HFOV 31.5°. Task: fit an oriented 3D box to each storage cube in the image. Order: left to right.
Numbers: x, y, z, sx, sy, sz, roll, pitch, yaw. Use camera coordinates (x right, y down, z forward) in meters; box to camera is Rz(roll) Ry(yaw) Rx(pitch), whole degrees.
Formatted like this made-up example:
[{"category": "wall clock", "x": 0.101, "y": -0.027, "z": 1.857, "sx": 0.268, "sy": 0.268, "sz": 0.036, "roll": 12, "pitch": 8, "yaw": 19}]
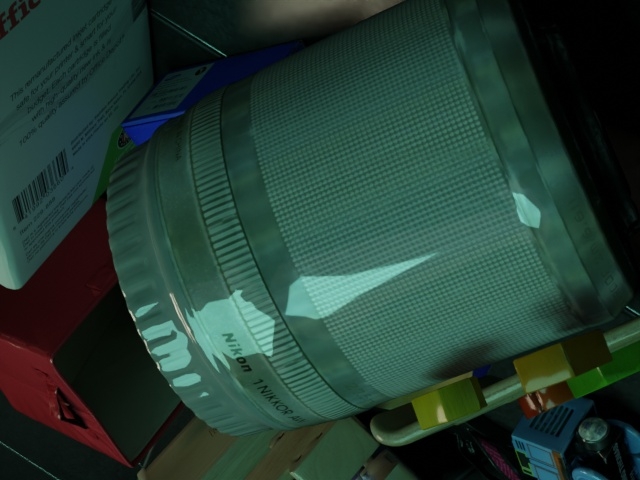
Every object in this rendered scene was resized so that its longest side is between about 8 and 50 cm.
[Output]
[{"category": "storage cube", "x": -0.238, "y": 0.083, "z": 1.165, "sx": 0.193, "sy": 0.215, "sz": 0.183, "roll": 16, "pitch": 145, "yaw": 37}]

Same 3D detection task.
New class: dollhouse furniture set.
[{"category": "dollhouse furniture set", "x": 0.013, "y": 0.289, "z": 1.121, "sx": 0.303, "sy": 0.198, "sz": 0.286, "roll": 44, "pitch": 175, "yaw": -20}]

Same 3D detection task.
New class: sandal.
[{"category": "sandal", "x": 0.165, "y": 0.211, "z": 1.131, "sx": 0.179, "sy": 0.040, "sz": 0.067, "roll": 33, "pitch": 148, "yaw": 1}]

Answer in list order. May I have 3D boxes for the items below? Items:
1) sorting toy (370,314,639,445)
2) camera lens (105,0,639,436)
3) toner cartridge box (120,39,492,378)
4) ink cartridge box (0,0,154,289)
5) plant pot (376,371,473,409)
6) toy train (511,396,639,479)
[{"category": "sorting toy", "x": 0.150, "y": 0.090, "z": 0.721, "sx": 0.229, "sy": 0.307, "sz": 0.041, "roll": -26, "pitch": 79, "yaw": 31}, {"category": "camera lens", "x": 0.039, "y": -0.019, "z": 0.690, "sx": 0.274, "sy": 0.219, "sz": 0.219, "roll": -22, "pitch": 124, "yaw": 16}, {"category": "toner cartridge box", "x": 0.000, "y": 0.000, "z": 0.961, "sx": 0.165, "sy": 0.075, "sz": 0.348, "roll": -2, "pitch": 134, "yaw": 44}, {"category": "ink cartridge box", "x": -0.234, "y": -0.136, "z": 0.862, "sx": 0.121, "sy": 0.211, "sz": 0.289, "roll": 27, "pitch": 147, "yaw": 14}, {"category": "plant pot", "x": 0.018, "y": 0.052, "z": 0.915, "sx": 0.236, "sy": 0.032, "sz": 0.236, "roll": 21, "pitch": 146, "yaw": 15}, {"category": "toy train", "x": 0.244, "y": 0.214, "z": 1.036, "sx": 0.105, "sy": 0.080, "sz": 0.184, "roll": 18, "pitch": 147, "yaw": 39}]
